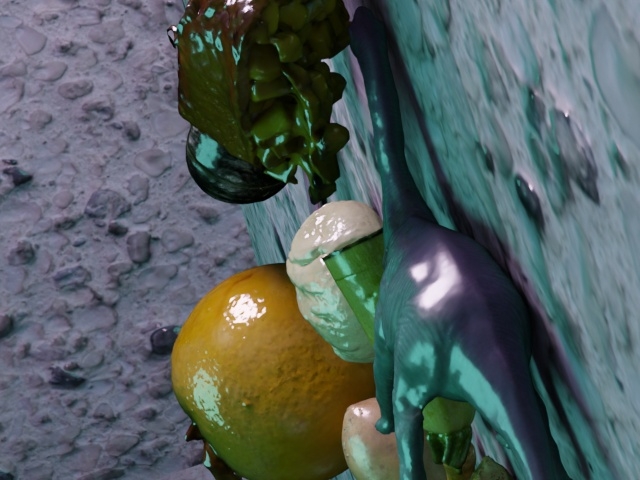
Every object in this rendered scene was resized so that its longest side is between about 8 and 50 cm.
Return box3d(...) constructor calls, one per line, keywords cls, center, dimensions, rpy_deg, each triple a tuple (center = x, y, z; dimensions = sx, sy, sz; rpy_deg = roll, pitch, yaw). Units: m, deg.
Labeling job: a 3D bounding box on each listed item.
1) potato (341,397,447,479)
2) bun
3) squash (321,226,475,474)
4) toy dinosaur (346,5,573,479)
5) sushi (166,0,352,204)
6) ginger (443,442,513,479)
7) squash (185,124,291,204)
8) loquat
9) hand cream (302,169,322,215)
box3d(cls="potato", center=(0.083, 0.235, 1.580), dimensions=(0.147, 0.112, 0.112), rpy_deg=(64, 174, 4))
box3d(cls="bun", center=(0.027, 0.045, 1.461), dimensions=(0.188, 0.111, 0.164), rpy_deg=(-119, 9, -45))
box3d(cls="squash", center=(0.080, 0.093, 1.228), dimensions=(0.094, 0.094, 0.224), rpy_deg=(-176, 64, -84))
box3d(cls="toy dinosaur", center=(0.080, 0.005, 1.001), dimensions=(0.383, 0.129, 0.331), rpy_deg=(-140, 40, -77))
box3d(cls="sushi", center=(-0.037, -0.142, 1.215), dimensions=(0.167, 0.179, 0.296), rpy_deg=(-63, -3, -25))
box3d(cls="ginger", center=(0.145, 0.243, 1.276), dimensions=(0.193, 0.052, 0.176), rpy_deg=(-103, 0, -55))
box3d(cls="squash", center=(-0.080, -0.130, 1.661), dimensions=(0.193, 0.155, 0.193), rpy_deg=(-41, 38, 43))
box3d(cls="loquat", center=(-0.046, 0.167, 1.722), dimensions=(0.275, 0.274, 0.275), rpy_deg=(162, 90, -84))
box3d(cls="hand cream", center=(-0.001, 0.000, 1.959), dimensions=(0.079, 0.050, 0.275), rpy_deg=(29, 138, 43))
